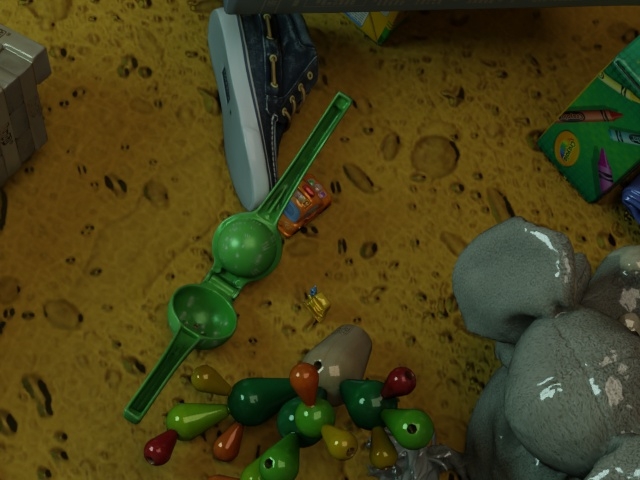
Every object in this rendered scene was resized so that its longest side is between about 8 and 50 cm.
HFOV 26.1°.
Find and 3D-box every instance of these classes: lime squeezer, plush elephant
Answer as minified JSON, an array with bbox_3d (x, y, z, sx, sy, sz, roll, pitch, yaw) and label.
[{"bbox_3d":[-0.072,0.017,1.069,0.058,0.110,0.310,27,66,14],"label":"lime squeezer"},{"bbox_3d":[0.210,0.119,1.024,0.330,0.255,0.272,-11,73,-18],"label":"plush elephant"}]

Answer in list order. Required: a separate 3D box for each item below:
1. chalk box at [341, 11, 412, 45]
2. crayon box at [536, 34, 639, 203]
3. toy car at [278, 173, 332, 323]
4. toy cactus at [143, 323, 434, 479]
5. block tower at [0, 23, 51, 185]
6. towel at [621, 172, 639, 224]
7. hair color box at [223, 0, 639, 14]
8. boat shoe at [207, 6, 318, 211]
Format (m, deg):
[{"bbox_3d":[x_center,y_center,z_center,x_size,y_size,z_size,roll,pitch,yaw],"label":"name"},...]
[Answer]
[{"bbox_3d":[0.081,-0.307,1.223,0.132,0.132,0.213,40,64,4],"label":"chalk box"},{"bbox_3d":[0.333,-0.166,1.215,0.278,0.165,0.081,-39,83,-24],"label":"crayon box"},{"bbox_3d":[0.000,0.000,1.133,0.060,0.040,0.122,-20,75,-21],"label":"toy car"},{"bbox_3d":[-0.013,0.115,1.041,0.112,0.219,0.180,66,31,-18],"label":"toy cactus"},{"bbox_3d":[-0.332,-0.028,1.000,0.091,0.097,0.335,28,57,19],"label":"block tower"},{"bbox_3d":[0.451,-0.044,1.249,0.243,0.040,0.336,44,59,14],"label":"towel"},{"bbox_3d":[0.103,-0.286,1.085,0.374,0.113,0.185,-4,70,-17],"label":"hair color box"},{"bbox_3d":[-0.038,-0.114,1.154,0.083,0.065,0.183,-4,71,-18],"label":"boat shoe"}]
